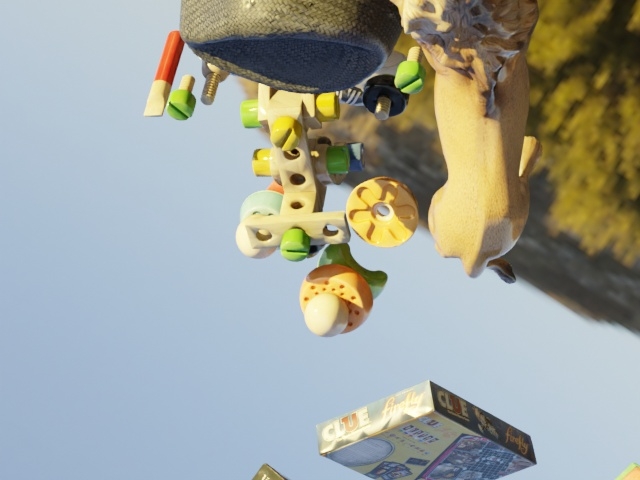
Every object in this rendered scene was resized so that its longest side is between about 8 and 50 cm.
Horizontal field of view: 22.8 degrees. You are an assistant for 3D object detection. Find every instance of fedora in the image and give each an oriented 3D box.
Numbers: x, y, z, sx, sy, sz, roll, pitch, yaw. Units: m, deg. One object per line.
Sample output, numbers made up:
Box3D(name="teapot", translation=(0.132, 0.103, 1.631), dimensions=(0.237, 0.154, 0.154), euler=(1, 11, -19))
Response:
Box3D(name="fedora", translation=(-0.029, -0.246, 1.604), dimensions=(0.334, 0.152, 0.334), euler=(13, 161, 4))

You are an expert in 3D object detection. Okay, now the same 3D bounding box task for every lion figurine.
Box3D(name="lion figurine", translation=(0.134, -0.104, 1.367), dimensions=(0.142, 0.392, 0.240), euler=(-11, -161, 9))

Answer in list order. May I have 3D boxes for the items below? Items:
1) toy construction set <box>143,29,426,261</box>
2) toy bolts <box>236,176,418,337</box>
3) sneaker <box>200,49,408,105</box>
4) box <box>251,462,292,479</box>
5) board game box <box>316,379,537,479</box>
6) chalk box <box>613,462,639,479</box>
Box3D(name="toy construction set", translation=(-0.064, -0.113, 1.909), dimensions=(0.309, 0.257, 0.237), euler=(17, -129, -5))
Box3D(name="toy bolts", translation=(0.000, 0.000, 2.129), dimensions=(0.228, 0.218, 0.158), euler=(35, -149, -1))
Box3D(name="sneaker", translation=(-0.001, -0.341, 2.456), dimensions=(0.366, 0.210, 0.137), euler=(11, -147, -13))
Box3D(name="box", translation=(0.047, 0.318, 1.368), dimensions=(0.184, 0.103, 0.261), euler=(36, 176, 45))
Box3D(name="board game box", translation=(0.132, 0.250, 1.935), dimensions=(0.243, 0.165, 0.042), euler=(32, -139, -47))
Box3D(name="chalk box", translation=(0.326, 0.355, 1.538), dimensions=(0.289, 0.180, 0.179), euler=(57, 167, -31))
